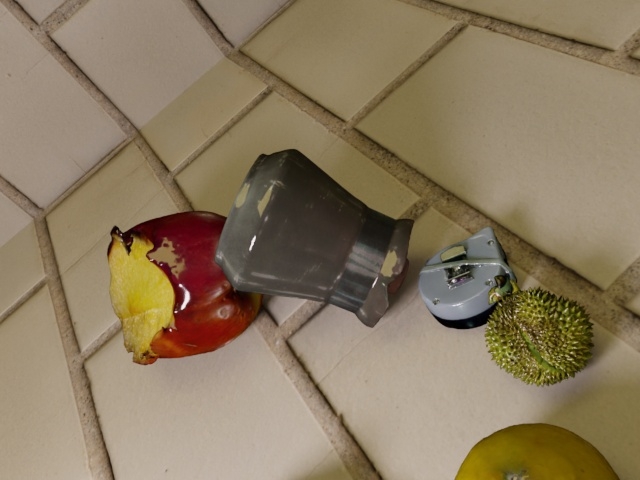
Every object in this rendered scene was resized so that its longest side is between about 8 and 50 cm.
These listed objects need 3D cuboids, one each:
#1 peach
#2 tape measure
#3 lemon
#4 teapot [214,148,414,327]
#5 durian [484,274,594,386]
[{"bbox_3d":[-0.340,0.110,1.619,0.417,0.353,0.339,-9,86,20],"label":"peach"},{"bbox_3d":[0.279,0.078,1.320,0.182,0.107,0.181,-27,33,12],"label":"tape measure"},{"bbox_3d":[0.289,0.362,0.932,0.240,0.219,0.240,-21,46,23],"label":"lemon"},{"bbox_3d":[0.000,0.000,1.424,0.376,0.362,0.305,-73,8,-78],"label":"teapot"},{"bbox_3d":[0.357,0.161,1.147,0.198,0.146,0.159,19,81,54],"label":"durian"}]
